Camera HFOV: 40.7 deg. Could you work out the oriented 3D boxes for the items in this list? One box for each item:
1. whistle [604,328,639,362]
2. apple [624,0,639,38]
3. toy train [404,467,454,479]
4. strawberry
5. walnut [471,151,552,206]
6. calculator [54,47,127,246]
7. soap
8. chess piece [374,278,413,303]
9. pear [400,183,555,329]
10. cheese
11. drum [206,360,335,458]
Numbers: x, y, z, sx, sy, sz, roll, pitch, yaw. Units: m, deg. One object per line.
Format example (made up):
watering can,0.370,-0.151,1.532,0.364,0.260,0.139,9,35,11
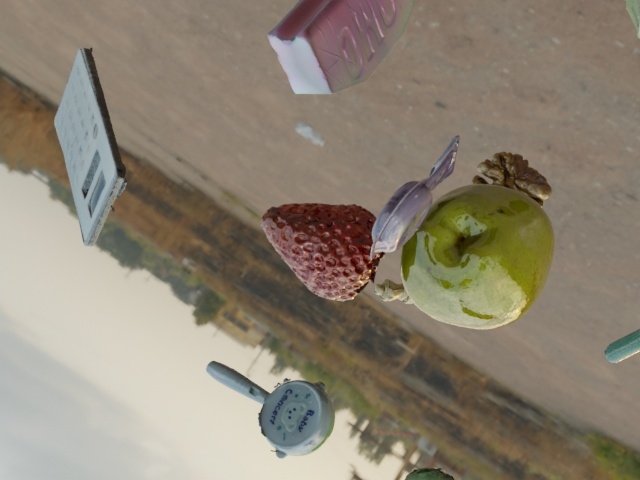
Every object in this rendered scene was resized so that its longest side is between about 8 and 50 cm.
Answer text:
whistle,0.585,0.160,1.508,0.039,0.186,0.039,48,-158,-27
apple,0.651,-0.483,1.592,0.207,0.174,0.188,38,168,41
toy train,0.129,0.334,0.699,0.189,0.308,0.126,0,-175,8
strawberry,0.000,0.000,1.677,0.244,0.205,0.205,26,177,-20
walnut,0.399,-0.112,1.830,0.170,0.143,0.069,30,-161,24
calculator,-0.329,-0.132,1.221,0.021,0.161,0.262,2,-131,-34
soap,0.052,-0.415,1.679,0.109,0.324,0.193,11,143,37
chess piece,0.198,0.114,1.876,0.172,0.060,0.060,7,-177,-19
pear,0.290,0.032,1.582,0.294,0.294,0.294,34,173,5
cheese,0.121,-0.051,1.117,0.042,0.191,0.105,34,162,15
drum,-0.075,0.238,1.376,0.253,0.130,0.049,41,177,38
